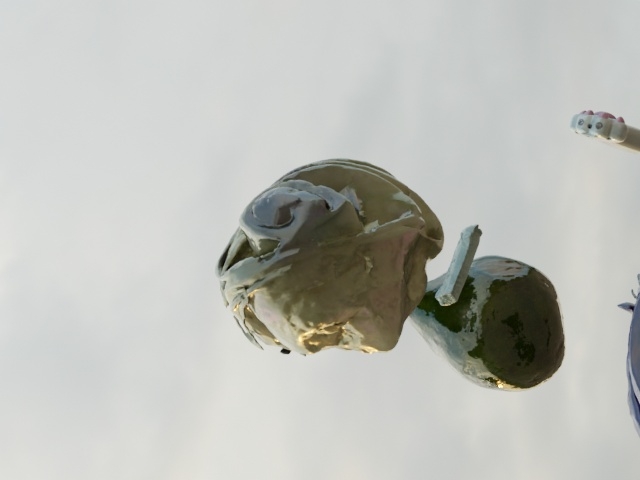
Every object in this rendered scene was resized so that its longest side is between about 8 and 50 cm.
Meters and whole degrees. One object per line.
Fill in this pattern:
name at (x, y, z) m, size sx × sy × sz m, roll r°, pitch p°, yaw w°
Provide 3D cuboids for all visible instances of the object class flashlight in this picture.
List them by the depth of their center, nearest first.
flashlight at (0.469, -0.173, 2.236) m, size 0.200 × 0.093 × 0.047 m, roll 8°, pitch -85°, yaw -56°

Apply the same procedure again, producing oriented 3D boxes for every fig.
fig at (0.215, 0.110, 1.918) m, size 0.195 × 0.245 × 0.195 m, roll 5°, pitch -90°, yaw -76°

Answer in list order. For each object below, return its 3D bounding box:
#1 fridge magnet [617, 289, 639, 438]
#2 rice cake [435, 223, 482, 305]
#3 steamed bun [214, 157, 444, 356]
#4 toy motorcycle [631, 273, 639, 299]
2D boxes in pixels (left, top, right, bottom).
fridge magnet at (0.326, 0.072, 1.012) m, size 0.113 × 0.265 × 0.265 m, roll 24°, pitch -102°, yaw -36°
rice cake at (0.154, 0.026, 1.551) m, size 0.021 × 0.022 × 0.121 m, roll 53°, pitch -139°, yaw -24°
steamed bun at (0.000, 0.000, 1.828) m, size 0.280 × 0.268 × 0.207 m, roll -61°, pitch -29°, yaw -29°
toy motorcycle at (0.376, 0.128, 1.455) m, size 0.239 × 0.108 × 0.204 m, roll -59°, pitch -41°, yaw -62°
